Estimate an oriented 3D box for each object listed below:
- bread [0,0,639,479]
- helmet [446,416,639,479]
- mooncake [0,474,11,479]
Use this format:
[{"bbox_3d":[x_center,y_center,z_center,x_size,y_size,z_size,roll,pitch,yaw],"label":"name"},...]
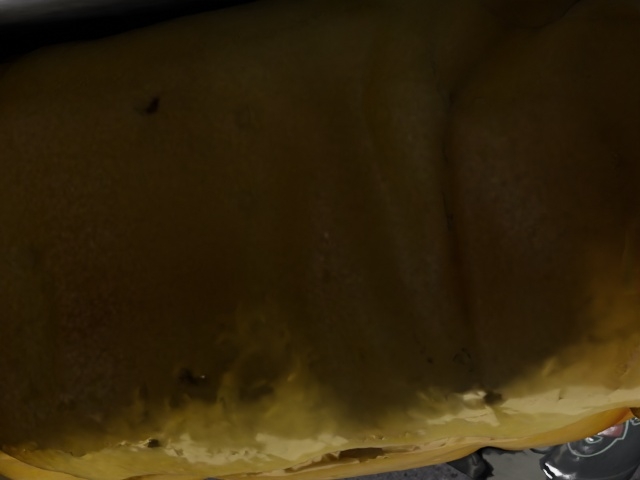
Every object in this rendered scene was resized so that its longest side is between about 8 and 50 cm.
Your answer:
[{"bbox_3d":[0.000,0.000,0.593,0.294,0.167,0.132,-6,178,21],"label":"bread"},{"bbox_3d":[0.124,0.008,0.966,0.230,0.279,0.160,24,127,-19],"label":"helmet"},{"bbox_3d":[-0.267,0.121,0.983,0.324,0.324,0.187,-7,-165,36],"label":"mooncake"}]
